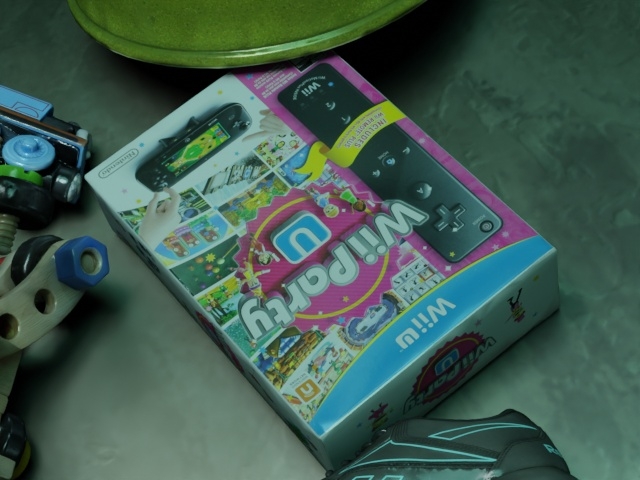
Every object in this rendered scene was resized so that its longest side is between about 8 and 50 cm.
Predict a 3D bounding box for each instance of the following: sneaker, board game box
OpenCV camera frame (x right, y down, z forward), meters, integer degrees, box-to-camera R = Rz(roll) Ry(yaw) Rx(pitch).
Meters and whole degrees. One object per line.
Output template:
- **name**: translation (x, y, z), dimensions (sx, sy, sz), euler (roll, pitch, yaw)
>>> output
- **sneaker**: translation (0.045, 0.189, 1.052), dimensions (0.267, 0.101, 0.106), euler (-12, 45, -6)
- **board game box**: translation (0.000, 0.000, 1.164), dimensions (0.224, 0.097, 0.303), euler (-38, 60, -13)

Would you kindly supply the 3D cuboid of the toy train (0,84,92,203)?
- **toy train**: translation (-0.274, -0.086, 1.262), dimensions (0.184, 0.080, 0.105), euler (20, 40, 6)

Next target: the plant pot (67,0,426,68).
- **plant pot**: translation (-0.074, -0.388, 1.211), dimensions (0.366, 0.353, 0.366), euler (-8, 40, 7)

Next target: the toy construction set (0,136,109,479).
- **toy construction set**: translation (-0.329, 0.073, 1.109), dimensions (0.309, 0.257, 0.237), euler (3, 71, 21)
